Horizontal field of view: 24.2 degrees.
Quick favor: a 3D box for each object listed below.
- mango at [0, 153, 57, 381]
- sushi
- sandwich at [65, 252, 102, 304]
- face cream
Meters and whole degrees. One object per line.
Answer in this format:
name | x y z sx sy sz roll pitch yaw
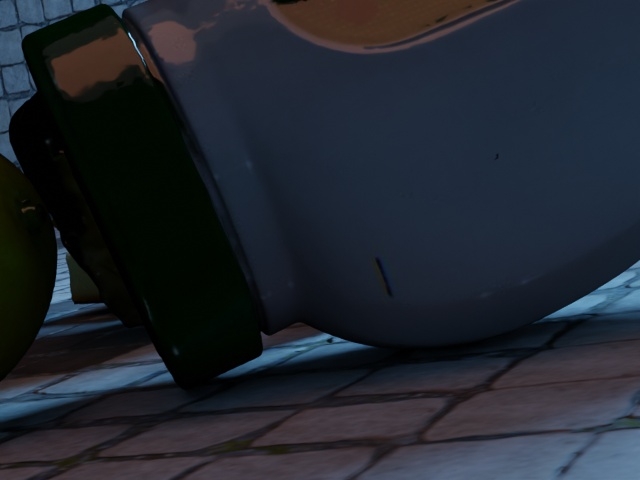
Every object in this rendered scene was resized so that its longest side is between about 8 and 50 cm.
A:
mango | -0.264 0.040 0.779 0.273 0.149 0.185 -28 38 -30
sushi | -0.125 -0.052 1.128 0.213 0.200 0.204 -11 19 4
sandwich | -0.101 0.019 1.317 0.162 0.058 0.193 -3 6 43
face cream | 0.040 -0.084 0.823 0.357 0.312 0.219 -25 -32 -8
